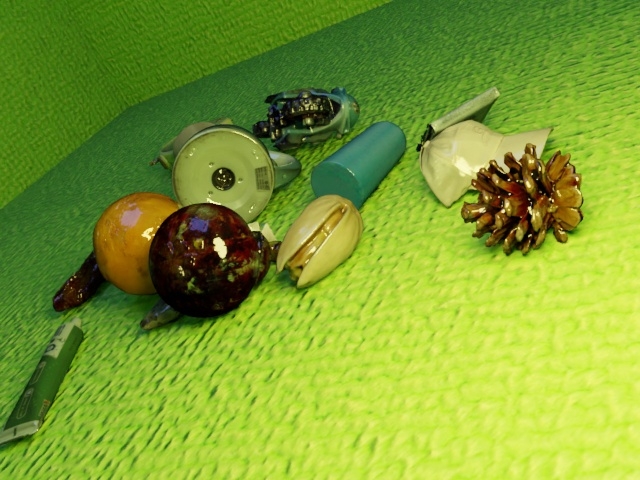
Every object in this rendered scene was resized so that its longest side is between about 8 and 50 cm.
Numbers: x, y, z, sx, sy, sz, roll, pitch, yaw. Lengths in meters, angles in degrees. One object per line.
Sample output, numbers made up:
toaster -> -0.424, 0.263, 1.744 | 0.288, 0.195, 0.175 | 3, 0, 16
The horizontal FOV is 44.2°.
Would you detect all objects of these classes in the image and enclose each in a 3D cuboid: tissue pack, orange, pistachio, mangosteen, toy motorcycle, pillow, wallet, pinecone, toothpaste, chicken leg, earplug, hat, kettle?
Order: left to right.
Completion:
toothpaste -> -0.562, 0.278, 1.638 | 0.098, 0.061, 0.392 | -22, 27, 14
chicken leg -> -0.608, 0.085, 2.075 | 0.177, 0.083, 0.322 | -28, 20, 40
orange -> -0.396, 0.008, 1.794 | 0.240, 0.240, 0.240 | -23, 23, 11
pillow -> -0.285, 0.112, 1.683 | 0.093, 0.051, 0.241 | -10, 27, 47
mangosteen -> -0.200, 0.040, 1.584 | 0.231, 0.231, 0.289 | -6, -5, 42
kettle -> -0.207, -0.185, 2.047 | 0.319, 0.247, 0.342 | 3, 14, -4
tissue pack -> -0.168, 0.007, 1.735 | 0.111, 0.079, 0.085 | -18, 26, 21
toy motorcycle -> -0.038, -0.336, 2.211 | 0.232, 0.172, 0.416 | -7, -2, -22
pistachio -> 0.000, 0.000, 1.519 | 0.223, 0.126, 0.152 | -51, -2, -34
earplug -> 0.104, -0.181, 1.781 | 0.132, 0.132, 0.273 | -7, 27, 41
wallet -> 0.293, -0.250, 1.696 | 0.167, 0.036, 0.222 | -30, -7, -5
hat -> 0.321, -0.183, 1.526 | 0.226, 0.164, 0.219 | -36, 13, 45
pinecone -> 0.322, -0.066, 1.263 | 0.195, 0.150, 0.179 | -26, 29, 13

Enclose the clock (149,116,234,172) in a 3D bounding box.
clock -> -0.443, -0.311, 2.685 | 0.308, 0.096, 0.235 | -9, 30, 37

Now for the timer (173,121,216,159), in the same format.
timer -> -0.320, -0.222, 2.339 | 0.175, 0.175, 0.266 | -31, 39, -7
